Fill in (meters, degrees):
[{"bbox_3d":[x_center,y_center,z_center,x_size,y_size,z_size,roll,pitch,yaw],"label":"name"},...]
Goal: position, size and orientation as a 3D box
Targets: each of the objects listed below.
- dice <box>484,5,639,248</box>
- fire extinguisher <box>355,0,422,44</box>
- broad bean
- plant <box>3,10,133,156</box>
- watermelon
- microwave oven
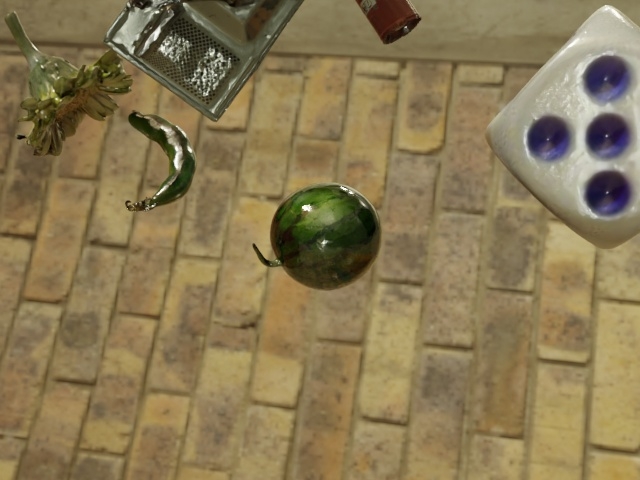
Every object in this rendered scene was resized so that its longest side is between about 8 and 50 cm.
[{"bbox_3d":[0.490,-0.193,1.610,0.304,0.304,0.277,-48,-3,21],"label":"dice"},{"bbox_3d":[0.082,-0.603,2.132,0.147,0.337,0.106,-29,-7,-37],"label":"fire extinguisher"},{"bbox_3d":[-0.326,-0.171,1.932,0.049,0.144,0.292,97,168,-50],"label":"broad bean"},{"bbox_3d":[-0.561,-0.303,1.958,0.306,0.297,0.261,-20,46,57],"label":"plant"},{"bbox_3d":[0.000,0.000,1.611,0.188,0.215,0.188,52,169,15],"label":"watermelon"},{"bbox_3d":[-0.150,-0.460,1.653,0.432,0.236,0.374,-53,11,9],"label":"microwave oven"}]
